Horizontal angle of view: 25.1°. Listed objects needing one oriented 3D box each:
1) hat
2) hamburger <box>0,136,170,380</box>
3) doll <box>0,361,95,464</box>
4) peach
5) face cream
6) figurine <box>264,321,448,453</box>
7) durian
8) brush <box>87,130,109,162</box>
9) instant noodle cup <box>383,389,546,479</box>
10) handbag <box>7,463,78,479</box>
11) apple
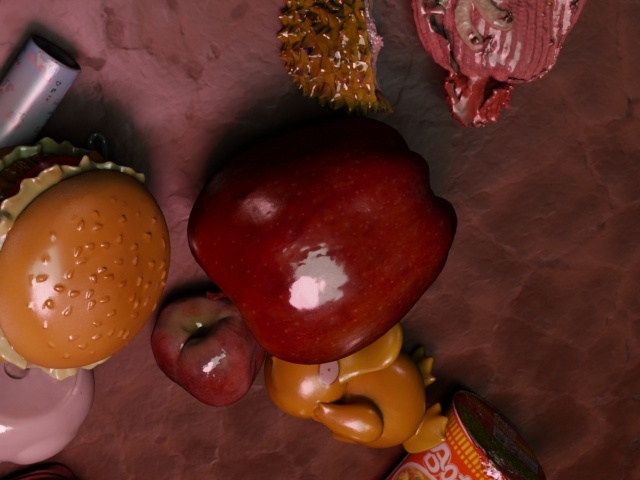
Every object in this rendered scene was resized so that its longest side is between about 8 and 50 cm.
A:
[{"bbox_3d":[0.218,-0.276,1.794,0.237,0.107,0.286,12,105,-5],"label":"hat"},{"bbox_3d":[-0.303,0.025,1.692,0.274,0.212,0.274,-22,121,-41],"label":"hamburger"},{"bbox_3d":[-0.417,0.211,1.845,0.251,0.221,0.221,-22,118,-32],"label":"doll"},{"bbox_3d":[-0.144,0.152,1.889,0.152,0.152,0.152,-4,113,-10],"label":"peach"},{"bbox_3d":[-0.383,-0.136,1.749,0.075,0.075,0.229,31,103,-21],"label":"face cream"},{"bbox_3d":[0.045,0.192,1.915,0.215,0.215,0.228,-33,133,3],"label":"figurine"},{"bbox_3d":[0.027,-0.242,1.783,0.132,0.165,0.182,-33,151,-40],"label":"durian"},{"bbox_3d":[-0.275,-0.011,1.849,0.062,0.027,0.266,-5,113,-3],"label":"brush"},{"bbox_3d":[0.180,0.349,2.018,0.193,0.193,0.212,38,109,-23],"label":"instant noodle cup"},{"bbox_3d":[-0.410,0.409,1.943,0.225,0.135,0.146,-27,114,-4],"label":"handbag"},{"bbox_3d":[0.000,0.000,1.763,0.317,0.288,0.288,-30,115,0],"label":"apple"}]
